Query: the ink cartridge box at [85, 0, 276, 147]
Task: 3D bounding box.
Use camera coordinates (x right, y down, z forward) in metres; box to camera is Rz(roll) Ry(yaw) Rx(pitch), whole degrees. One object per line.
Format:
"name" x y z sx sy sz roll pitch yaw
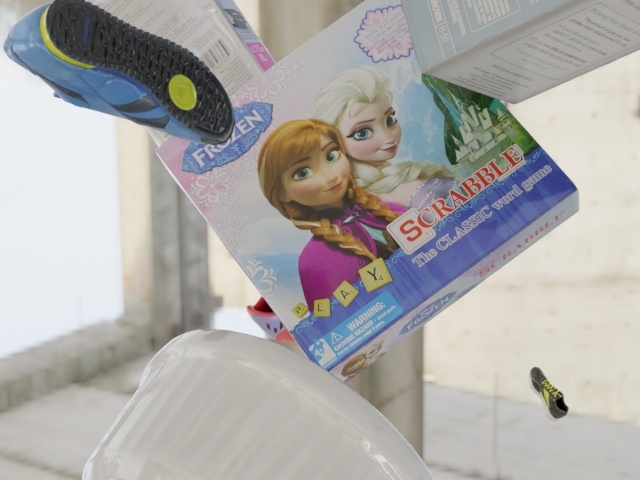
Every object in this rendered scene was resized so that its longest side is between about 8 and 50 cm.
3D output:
"ink cartridge box" -0.195 -0.265 1.875 0.186 0.311 0.065 -38 173 27

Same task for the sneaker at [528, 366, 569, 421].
"sneaker" 0.325 0.213 2.085 0.031 0.083 0.035 -30 -178 -38

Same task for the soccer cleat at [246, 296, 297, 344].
"soccer cleat" 0.000 0.000 1.680 0.083 0.248 0.095 17 169 48

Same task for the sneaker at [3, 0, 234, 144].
"sneaker" -0.167 -0.134 1.240 0.209 0.069 0.082 26 148 -36

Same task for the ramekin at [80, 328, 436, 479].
"ramekin" -0.047 0.202 1.032 0.273 0.272 0.127 10 -137 37

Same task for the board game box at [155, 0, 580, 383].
"board game box" 0.045 -0.063 1.529 0.319 0.318 0.066 -37 157 -5

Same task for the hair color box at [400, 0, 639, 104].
"hair color box" 0.274 -0.251 1.302 0.375 0.113 0.185 -22 164 30
